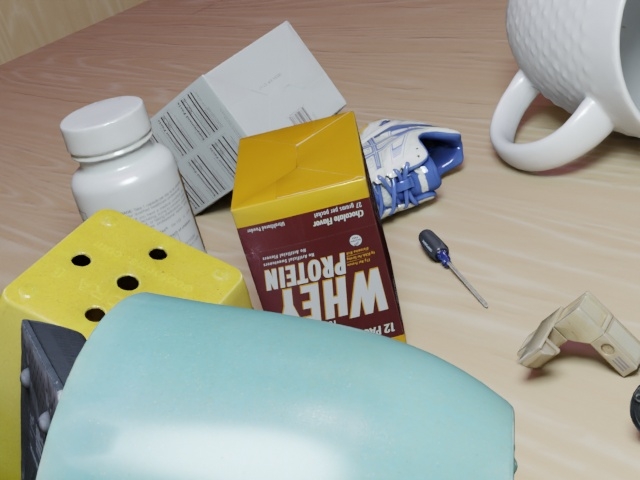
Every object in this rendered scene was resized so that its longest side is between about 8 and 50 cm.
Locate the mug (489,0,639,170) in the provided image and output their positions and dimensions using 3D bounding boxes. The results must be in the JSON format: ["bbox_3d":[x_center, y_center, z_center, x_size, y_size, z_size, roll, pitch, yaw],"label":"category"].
[{"bbox_3d":[0.360,-0.242,1.265,0.374,0.276,0.328,-51,25,-1],"label":"mug"}]

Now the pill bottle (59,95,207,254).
[{"bbox_3d":[-0.231,-0.052,1.220,0.131,0.229,0.131,-12,26,6],"label":"pill bottle"}]

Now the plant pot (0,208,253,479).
[{"bbox_3d":[-0.170,0.102,0.846,0.212,0.187,0.212,25,39,12],"label":"plant pot"}]

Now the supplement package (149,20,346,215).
[{"bbox_3d":[-0.115,-0.168,1.393,0.203,0.149,0.194,-28,11,48],"label":"supplement package"}]

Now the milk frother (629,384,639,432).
[{"bbox_3d":[0.313,0.087,0.807,0.143,0.129,0.135,-37,-20,22],"label":"milk frother"}]

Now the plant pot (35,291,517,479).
[{"bbox_3d":[-0.004,0.181,0.594,0.235,0.293,0.293,2,30,11],"label":"plant pot"}]

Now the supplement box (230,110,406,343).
[{"bbox_3d":[0.000,0.000,1.027,0.129,0.194,0.191,-14,26,5],"label":"supplement box"}]

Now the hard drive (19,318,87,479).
[{"bbox_3d":[-0.173,0.195,0.686,0.054,0.254,0.172,-2,13,-24],"label":"hard drive"}]

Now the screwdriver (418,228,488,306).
[{"bbox_3d":[0.143,0.033,1.087,0.025,0.024,0.170,-43,31,11],"label":"screwdriver"}]

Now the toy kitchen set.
[{"bbox_3d":[0.224,0.106,0.881,0.083,0.075,0.068,-47,-3,42],"label":"toy kitchen set"}]

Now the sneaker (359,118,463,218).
[{"bbox_3d":[0.075,-0.078,1.234,0.131,0.111,0.296,4,33,34],"label":"sneaker"}]
